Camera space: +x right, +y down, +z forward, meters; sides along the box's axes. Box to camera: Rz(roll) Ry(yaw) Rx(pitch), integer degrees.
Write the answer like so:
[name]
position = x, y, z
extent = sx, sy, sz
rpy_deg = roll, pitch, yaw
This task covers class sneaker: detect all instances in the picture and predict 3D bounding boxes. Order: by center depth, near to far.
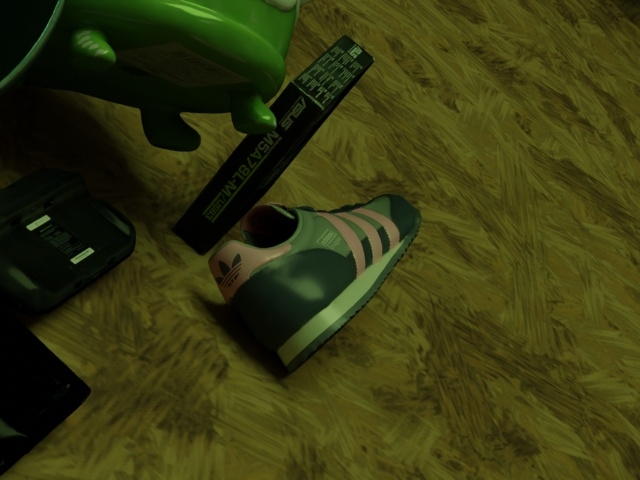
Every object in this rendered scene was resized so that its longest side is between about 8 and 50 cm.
[sneaker]
position = 0.000, 0.000, 1.556
extent = 0.131, 0.112, 0.319
rpy_deg = 44, 24, -1

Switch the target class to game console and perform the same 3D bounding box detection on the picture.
[game console]
position = -0.231, 0.032, 1.256
extent = 0.213, 0.044, 0.361
rpy_deg = 44, 25, 2

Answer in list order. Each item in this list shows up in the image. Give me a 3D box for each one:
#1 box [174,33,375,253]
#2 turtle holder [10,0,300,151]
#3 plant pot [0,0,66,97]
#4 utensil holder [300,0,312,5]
[box]
position = -0.039, -0.090, 1.558
extent = 0.045, 0.184, 0.191
rpy_deg = 42, 24, -1
[turtle holder]
position = -0.146, -0.212, 1.462
extent = 0.243, 0.227, 0.320
rpy_deg = 15, -12, -14
[plant pot]
position = -0.325, -0.204, 1.279
extent = 0.290, 0.290, 0.195
rpy_deg = 42, -8, 0
[utensil holder]
position = -0.086, -0.492, 1.984
extent = 0.327, 0.327, 0.385
rpy_deg = 31, 25, -22
